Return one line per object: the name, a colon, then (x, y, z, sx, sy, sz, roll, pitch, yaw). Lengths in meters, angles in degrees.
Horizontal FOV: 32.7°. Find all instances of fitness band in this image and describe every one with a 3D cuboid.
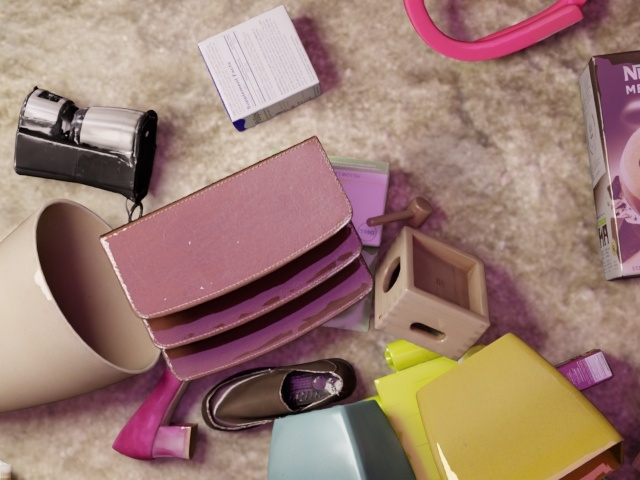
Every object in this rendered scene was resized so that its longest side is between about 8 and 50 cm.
fitness band: (0.254, -0.370, 1.506, 0.290, 0.054, 0.209, -24, 109, 4)

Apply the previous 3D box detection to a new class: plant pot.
plant pot: (0.235, 0.241, 1.360, 0.212, 0.212, 0.187, -32, 66, 2)
plant pot: (0.028, 0.331, 1.403, 0.165, 0.165, 0.234, -16, 81, 26)
plant pot: (-0.397, 0.121, 1.458, 0.274, 0.256, 0.256, -29, 83, 16)

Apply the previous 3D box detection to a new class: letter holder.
letter holder: (-0.095, 0.036, 1.412, 0.301, 0.152, 0.214, -25, 83, -5)

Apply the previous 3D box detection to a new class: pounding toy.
pounding toy: (0.122, 0.038, 1.472, 0.181, 0.206, 0.094, 23, 128, -16)

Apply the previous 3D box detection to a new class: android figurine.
android figurine: (0.180, 0.242, 1.490, 0.272, 0.056, 0.248, -18, 83, 3)

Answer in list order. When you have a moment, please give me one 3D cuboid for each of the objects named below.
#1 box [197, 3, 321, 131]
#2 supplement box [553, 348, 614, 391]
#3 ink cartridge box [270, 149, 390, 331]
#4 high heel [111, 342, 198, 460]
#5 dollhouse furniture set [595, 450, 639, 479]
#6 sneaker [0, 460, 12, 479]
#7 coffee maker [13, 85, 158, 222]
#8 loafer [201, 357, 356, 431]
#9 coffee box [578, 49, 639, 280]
box: (-0.085, -0.242, 1.548, 0.137, 0.072, 0.126, -24, 83, 0)
supplement box: (0.349, 0.182, 1.485, 0.083, 0.055, 0.043, -23, 83, 0)
ink cartridge box: (0.000, 0.000, 1.528, 0.171, 0.056, 0.235, 7, 82, 3)
high heel: (-0.224, 0.182, 1.514, 0.117, 0.082, 0.244, 4, 90, 9)
dollhouse furniture set: (0.461, 0.366, 1.455, 0.197, 0.151, 0.302, 38, 105, 27)
sneaker: (-0.449, 0.393, 1.483, 0.292, 0.108, 0.169, 31, 89, 7)
coffee maker: (-0.331, -0.115, 1.525, 0.178, 0.120, 0.171, 11, 85, 5)
loafer: (-0.061, 0.206, 1.494, 0.220, 0.078, 0.080, -17, 83, 1)
coffee box: (0.457, -0.103, 1.478, 0.168, 0.119, 0.297, -7, 84, 3)
